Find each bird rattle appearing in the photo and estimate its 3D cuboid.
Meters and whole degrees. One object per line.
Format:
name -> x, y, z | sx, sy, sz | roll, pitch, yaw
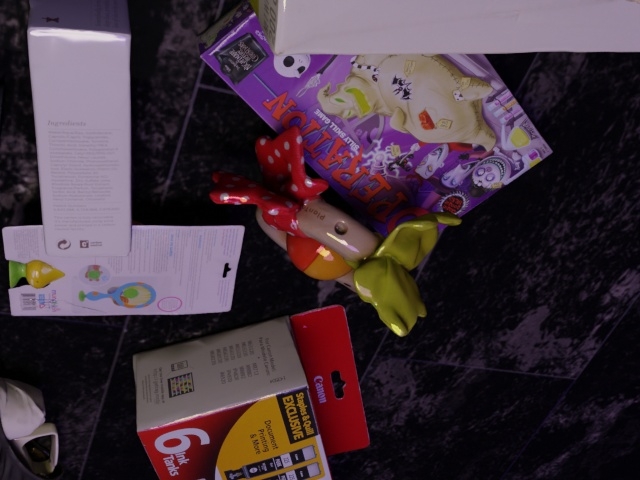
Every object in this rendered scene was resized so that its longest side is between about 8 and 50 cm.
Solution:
bird rattle -> 0.000, 0.000, 0.853 | 0.254, 0.143, 0.207 | 23, 165, -6

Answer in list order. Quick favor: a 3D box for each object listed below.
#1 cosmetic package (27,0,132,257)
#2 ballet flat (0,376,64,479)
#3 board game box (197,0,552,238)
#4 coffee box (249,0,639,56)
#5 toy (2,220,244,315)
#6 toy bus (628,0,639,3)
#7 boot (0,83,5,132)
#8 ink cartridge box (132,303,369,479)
cosmetic package -> -0.212, -0.108, 0.752 | 0.086, 0.117, 0.231 | 0, 130, -15
ballet flat -> -0.375, 0.224, 1.005 | 0.096, 0.095, 0.280 | -17, 142, -13
board game box -> 0.068, -0.143, 0.841 | 0.208, 0.056, 0.347 | -34, 129, 19
coffee box -> 0.107, -0.336, 0.499 | 0.338, 0.334, 0.337 | -5, 129, -14
toy -> -0.210, 0.020, 0.890 | 0.237, 0.056, 0.137 | -3, 136, -18
toy bus -> 0.258, -0.194, 0.372 | 0.191, 0.104, 0.202 | -11, 131, -9
boot -> -0.350, -0.101, 0.770 | 0.099, 0.045, 0.121 | 12, 126, -19
ink cartridge box -> -0.066, 0.257, 1.077 | 0.272, 0.130, 0.309 | -15, 130, -3
